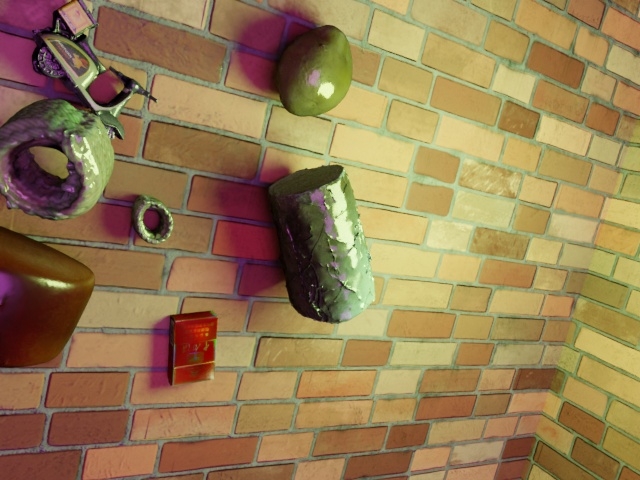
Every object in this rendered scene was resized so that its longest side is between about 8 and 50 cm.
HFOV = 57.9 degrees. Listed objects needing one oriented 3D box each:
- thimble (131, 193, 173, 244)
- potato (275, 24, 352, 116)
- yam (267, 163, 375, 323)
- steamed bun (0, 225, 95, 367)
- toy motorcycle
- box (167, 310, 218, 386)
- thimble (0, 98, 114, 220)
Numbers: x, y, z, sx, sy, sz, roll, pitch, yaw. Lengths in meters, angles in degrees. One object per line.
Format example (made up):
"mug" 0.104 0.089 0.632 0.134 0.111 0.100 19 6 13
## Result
"thimble" -0.378 -0.049 1.290 0.085 0.062 0.109 -28 117 -20
"potato" -0.010 -0.395 1.352 0.235 0.160 0.178 -64 164 -15
"yam" 0.000 0.000 1.423 0.241 0.241 0.347 -23 114 -24
"steamed bun" -0.625 0.096 1.075 0.379 0.248 0.234 28 90 -35
"toy motorcycle" -0.452 -0.322 1.145 0.157 0.091 0.263 -42 123 -17
"box" -0.317 0.267 1.434 0.112 0.048 0.175 -4 107 -31
"thimble" -0.502 -0.150 1.090 0.219 0.150 0.218 -2 123 -3
